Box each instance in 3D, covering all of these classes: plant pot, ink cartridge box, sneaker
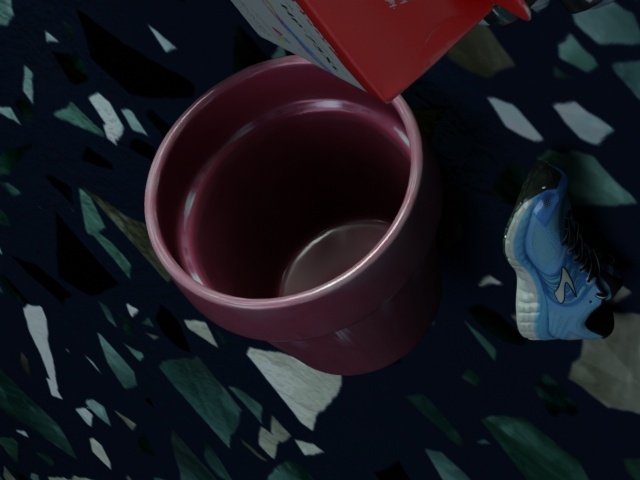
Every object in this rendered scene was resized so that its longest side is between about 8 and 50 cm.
[{"bbox_3d":[0.000,0.000,1.396,0.201,0.201,0.180,28,163,31],"label":"plant pot"},{"bbox_3d":[-0.002,-0.153,0.987,0.134,0.078,0.231,50,174,-26],"label":"ink cartridge box"},{"bbox_3d":[0.166,0.008,1.316,0.073,0.063,0.162,11,145,22],"label":"sneaker"}]

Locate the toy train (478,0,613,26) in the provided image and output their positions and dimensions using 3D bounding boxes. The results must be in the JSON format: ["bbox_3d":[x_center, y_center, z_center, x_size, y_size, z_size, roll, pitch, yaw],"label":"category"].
[{"bbox_3d":[0.038,-0.252,1.046,0.334,0.142,0.190,49,165,-11],"label":"toy train"}]
